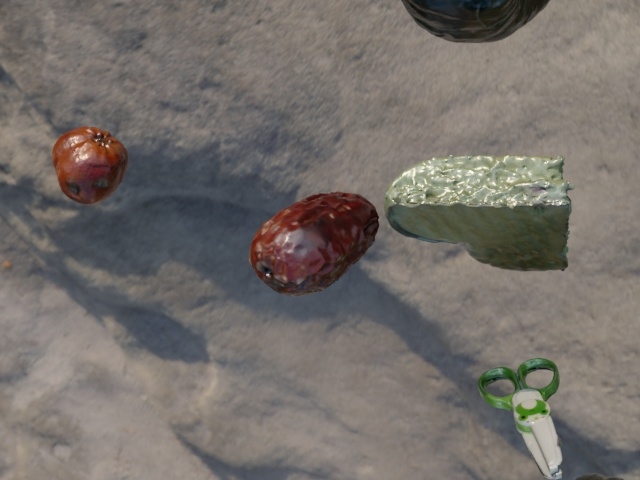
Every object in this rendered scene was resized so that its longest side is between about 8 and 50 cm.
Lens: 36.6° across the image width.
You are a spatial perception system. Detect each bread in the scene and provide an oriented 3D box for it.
[{"bbox_3d":[0.180,-0.035,0.976,0.232,0.064,0.172,18,151,-28],"label":"bread"}]

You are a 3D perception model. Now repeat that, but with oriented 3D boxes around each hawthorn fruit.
[{"bbox_3d":[-0.267,-0.084,1.113,0.093,0.093,0.093,5,115,10],"label":"hawthorn fruit"}]

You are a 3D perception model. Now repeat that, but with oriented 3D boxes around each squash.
[{"bbox_3d":[0.182,-0.333,1.024,0.165,0.252,0.252,27,119,21],"label":"squash"}]

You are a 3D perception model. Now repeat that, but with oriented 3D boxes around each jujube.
[{"bbox_3d":[0.000,0.000,0.809,0.077,0.129,0.077,20,123,34],"label":"jujube"}]

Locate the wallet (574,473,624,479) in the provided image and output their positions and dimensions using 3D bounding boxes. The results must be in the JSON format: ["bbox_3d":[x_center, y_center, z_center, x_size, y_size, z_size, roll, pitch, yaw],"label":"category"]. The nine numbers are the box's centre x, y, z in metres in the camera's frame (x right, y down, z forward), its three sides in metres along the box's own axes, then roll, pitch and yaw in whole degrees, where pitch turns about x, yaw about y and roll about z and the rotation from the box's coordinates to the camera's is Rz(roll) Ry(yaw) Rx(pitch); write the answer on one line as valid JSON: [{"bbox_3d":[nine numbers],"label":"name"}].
[{"bbox_3d":[0.372,0.345,0.746,0.406,0.228,0.062,45,82,-12],"label":"wallet"}]

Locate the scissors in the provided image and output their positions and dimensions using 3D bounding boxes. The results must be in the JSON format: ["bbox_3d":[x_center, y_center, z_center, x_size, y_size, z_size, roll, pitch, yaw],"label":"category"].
[{"bbox_3d":[0.248,0.207,1.138,0.101,0.204,0.027,-16,116,6],"label":"scissors"}]
